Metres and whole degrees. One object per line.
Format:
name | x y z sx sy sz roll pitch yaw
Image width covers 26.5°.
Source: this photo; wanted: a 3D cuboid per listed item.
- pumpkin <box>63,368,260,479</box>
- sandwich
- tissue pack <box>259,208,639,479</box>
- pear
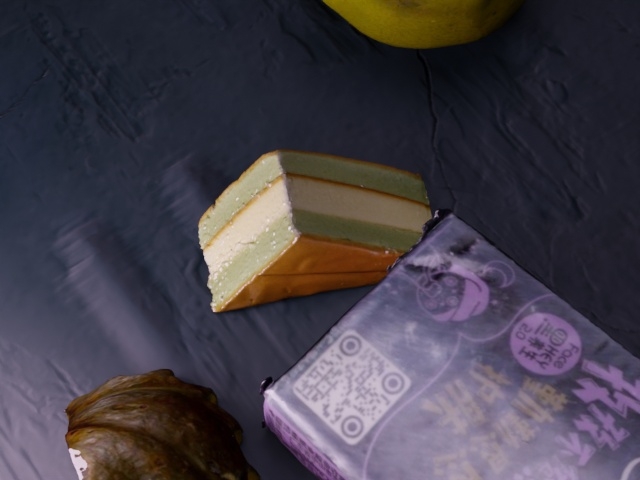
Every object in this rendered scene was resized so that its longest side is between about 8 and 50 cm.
pumpkin | -0.131 0.186 1.159 0.130 0.149 0.254 -34 62 -5
sandwich | 0.000 0.000 1.328 0.187 0.144 0.117 9 54 -32
tissue pack | 0.157 0.174 1.161 0.361 0.122 0.259 40 72 21
pear | 0.096 -0.333 1.361 0.294 0.294 0.294 -2 60 3
